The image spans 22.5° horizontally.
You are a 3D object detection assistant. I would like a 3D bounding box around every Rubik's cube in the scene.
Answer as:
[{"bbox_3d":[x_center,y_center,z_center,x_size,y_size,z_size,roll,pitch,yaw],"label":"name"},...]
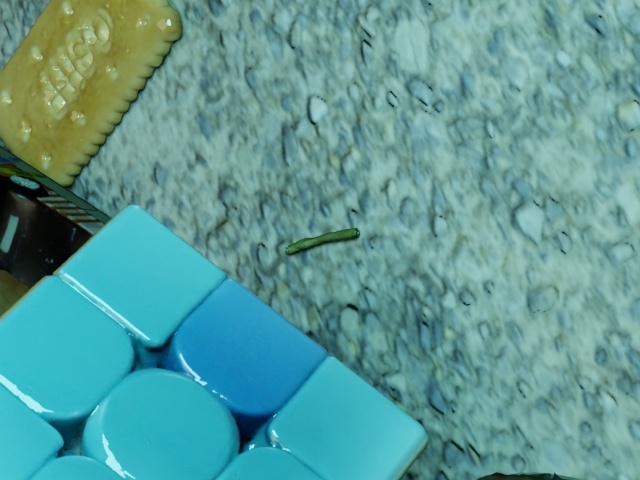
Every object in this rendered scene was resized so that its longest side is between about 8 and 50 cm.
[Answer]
[{"bbox_3d":[-0.145,0.208,1.196,0.290,0.291,0.291,38,142,8],"label":"Rubik's cube"}]

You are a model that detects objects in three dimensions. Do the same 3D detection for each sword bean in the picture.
[{"bbox_3d":[0.000,0.000,1.417,0.083,0.012,0.012,-14,79,38],"label":"sword bean"}]

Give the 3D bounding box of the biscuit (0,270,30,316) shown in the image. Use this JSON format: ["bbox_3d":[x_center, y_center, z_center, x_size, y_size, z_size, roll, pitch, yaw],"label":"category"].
[{"bbox_3d":[-0.353,0.037,1.672,0.254,0.029,0.172,42,111,30],"label":"biscuit"}]

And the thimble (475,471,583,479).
[{"bbox_3d":[0.150,0.296,1.154,0.271,0.150,0.270,-2,84,16],"label":"thimble"}]

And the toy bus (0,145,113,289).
[{"bbox_3d":[-0.344,-0.051,1.595,0.409,0.092,0.093,31,107,34],"label":"toy bus"}]

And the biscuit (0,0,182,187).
[{"bbox_3d":[-0.243,-0.174,1.597,0.249,0.030,0.160,-49,61,25],"label":"biscuit"}]
